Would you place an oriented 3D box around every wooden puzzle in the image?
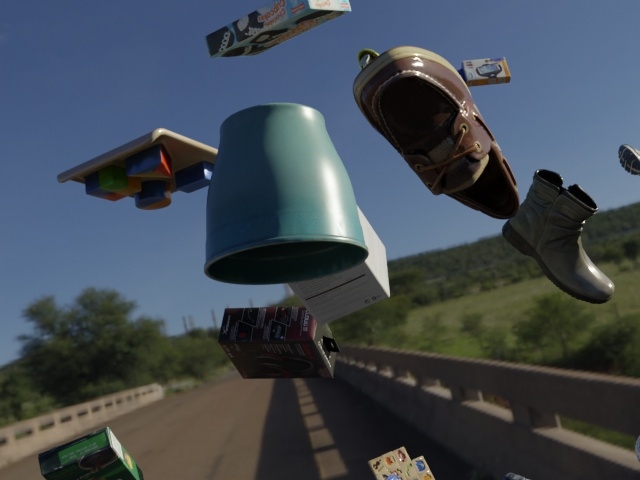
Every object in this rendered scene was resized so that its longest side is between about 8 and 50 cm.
[{"bbox_3d":[-0.393,-0.152,2.030,0.322,0.080,0.348,-19,-14,29],"label":"wooden puzzle"}]

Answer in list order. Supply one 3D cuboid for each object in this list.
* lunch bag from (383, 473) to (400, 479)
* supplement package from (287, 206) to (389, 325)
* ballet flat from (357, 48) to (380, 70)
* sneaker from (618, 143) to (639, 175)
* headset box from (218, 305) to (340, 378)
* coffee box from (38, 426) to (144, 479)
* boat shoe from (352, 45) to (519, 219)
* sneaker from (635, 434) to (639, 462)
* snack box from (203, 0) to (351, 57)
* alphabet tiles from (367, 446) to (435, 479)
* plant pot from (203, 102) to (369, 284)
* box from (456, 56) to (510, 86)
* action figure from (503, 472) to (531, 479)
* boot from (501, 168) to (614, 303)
[{"bbox_3d":[0.110,0.592,1.731,0.243,0.115,0.303,-45,-19,-13],"label":"lunch bag"},{"bbox_3d":[0.000,0.000,1.787,0.175,0.293,0.177,-24,33,17],"label":"supplement package"},{"bbox_3d":[0.124,-0.344,1.814,0.077,0.231,0.077,-41,-55,17],"label":"ballet flat"},{"bbox_3d":[0.728,-0.169,1.907,0.058,0.135,0.052,-30,-22,-29],"label":"sneaker"},{"bbox_3d":[-0.095,0.274,2.269,0.293,0.110,0.218,-3,-36,15],"label":"headset box"},{"bbox_3d":[-0.350,0.362,1.322,0.113,0.040,0.184,-20,-36,-9],"label":"coffee box"},{"bbox_3d":[0.165,-0.118,1.074,0.123,0.123,0.342,-37,-37,12],"label":"boat shoe"},{"bbox_3d":[0.700,0.398,1.537,0.115,0.090,0.232,6,8,-40],"label":"sneaker"},{"bbox_3d":[-0.107,-0.529,2.082,0.322,0.060,0.187,-16,2,35],"label":"snack box"},{"bbox_3d":[0.217,0.639,2.115,0.198,0.237,0.009,-13,-27,-34],"label":"alphabet tiles"},{"bbox_3d":[-0.071,-0.080,1.427,0.271,0.255,0.271,-7,-15,-2],"label":"plant pot"},{"bbox_3d":[0.444,-0.461,2.326,0.136,0.081,0.028,-5,-37,-2],"label":"box"},{"bbox_3d":[0.368,0.506,1.334,0.330,0.341,0.178,23,30,28],"label":"action figure"},{"bbox_3d":[0.456,-0.007,1.545,0.083,0.246,0.161,-35,-21,-44],"label":"boot"}]
